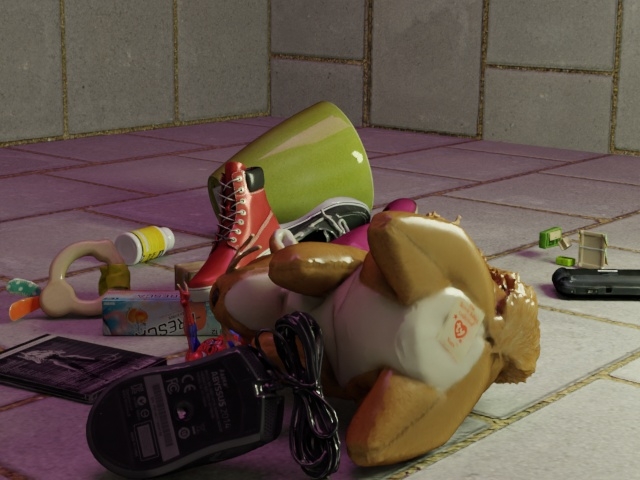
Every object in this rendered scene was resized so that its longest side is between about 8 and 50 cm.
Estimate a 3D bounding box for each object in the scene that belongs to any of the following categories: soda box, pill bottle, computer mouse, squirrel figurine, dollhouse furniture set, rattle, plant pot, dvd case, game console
[{"bbox_3d":[-0.160,0.064,2.022,0.181,0.058,0.061,-7,15,-32],"label":"soda box"},{"bbox_3d":[-0.337,0.007,2.254,0.065,0.065,0.116,8,15,32],"label":"pill bottle"},{"bbox_3d":[-0.119,0.195,1.289,0.272,0.188,0.072,-11,-18,0],"label":"computer mouse"},{"bbox_3d":[0.064,0.097,1.500,0.397,0.281,0.370,-3,4,-41],"label":"squirrel figurine"},{"bbox_3d":[0.499,0.011,2.250,0.152,0.076,0.059,11,17,43],"label":"dollhouse furniture set"},{"bbox_3d":[-0.415,0.081,1.918,0.200,0.130,0.143,-30,9,-13],"label":"rattle"},{"bbox_3d":[-0.242,0.111,1.804,0.183,0.058,0.063,0,13,-1],"label":"soda box"},{"bbox_3d":[-0.082,-0.124,2.497,0.294,0.274,0.275,-21,20,-20],"label":"plant pot"},{"bbox_3d":[-0.349,0.174,1.610,0.221,0.018,0.164,8,16,28],"label":"dvd case"},{"bbox_3d":[0.589,0.073,2.058,0.361,0.044,0.213,1,11,0],"label":"game console"}]

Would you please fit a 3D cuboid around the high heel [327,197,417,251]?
[{"bbox_3d":[0.086,-0.014,2.200,0.181,0.127,0.377,11,16,0],"label":"high heel"}]

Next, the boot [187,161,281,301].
[{"bbox_3d":[-0.146,-0.021,1.801,0.088,0.176,0.244,-3,22,27],"label":"boot"}]

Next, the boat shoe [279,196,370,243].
[{"bbox_3d":[0.000,-0.004,2.218,0.306,0.113,0.105,-14,26,-41],"label":"boat shoe"}]

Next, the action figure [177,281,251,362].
[{"bbox_3d":[-0.120,0.108,1.666,0.091,0.139,0.280,4,16,21],"label":"action figure"}]
